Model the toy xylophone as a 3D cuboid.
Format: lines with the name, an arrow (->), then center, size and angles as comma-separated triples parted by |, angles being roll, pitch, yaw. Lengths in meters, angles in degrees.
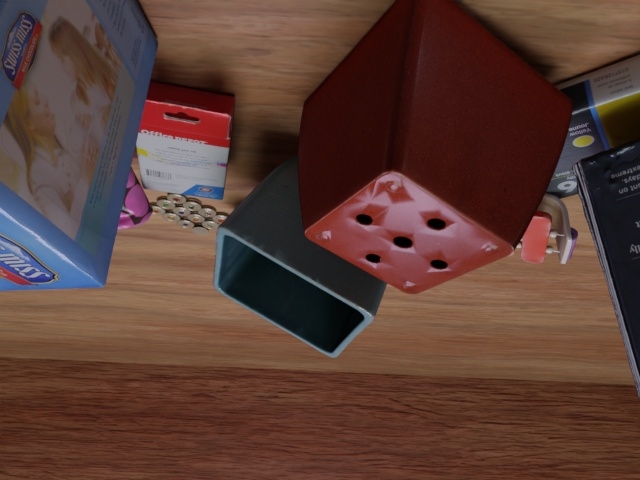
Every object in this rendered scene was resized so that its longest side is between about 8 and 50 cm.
toy xylophone -> 0.294, -0.024, 0.960 | 0.323, 0.081, 0.236 | 6, 160, 29

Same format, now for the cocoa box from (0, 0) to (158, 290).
cocoa box -> -0.330, -0.147, 0.515 | 0.228, 0.347, 0.231 | -2, 153, 7

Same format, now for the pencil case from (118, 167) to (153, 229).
pencil case -> -0.342, -0.109, 0.805 | 0.098, 0.095, 0.209 | -28, 123, -14

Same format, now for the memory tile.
memory tile -> -0.269, -0.053, 1.080 | 0.113, 0.012, 0.148 | -20, 147, 38

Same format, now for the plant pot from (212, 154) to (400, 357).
plant pot -> 0.000, 0.000, 0.866 | 0.247, 0.252, 0.248 | 31, 152, 3

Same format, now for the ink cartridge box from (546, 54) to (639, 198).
ink cartridge box -> 0.469, -0.149, 0.772 | 0.304, 0.072, 0.307 | -17, 146, 33

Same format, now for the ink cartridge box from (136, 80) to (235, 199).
ink cartridge box -> -0.202, -0.155, 0.792 | 0.134, 0.078, 0.231 | 8, 154, -11

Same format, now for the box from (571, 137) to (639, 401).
box -> 0.619, 0.102, 0.690 | 0.480, 0.471, 0.297 | 6, 161, -43

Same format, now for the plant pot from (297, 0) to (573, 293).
plant pot -> 0.122, -0.089, 0.664 | 0.267, 0.235, 0.267 | 29, 146, -20
